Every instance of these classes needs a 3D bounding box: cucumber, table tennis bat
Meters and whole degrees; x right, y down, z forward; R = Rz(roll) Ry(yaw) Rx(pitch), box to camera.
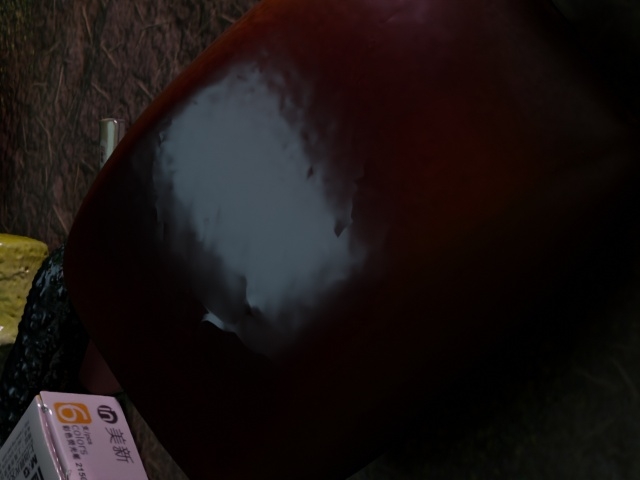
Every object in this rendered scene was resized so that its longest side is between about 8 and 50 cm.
[{"bbox_3d":[-0.253,0.122,1.441,0.072,0.072,0.300,55,132,42],"label":"cucumber"},{"bbox_3d":[-0.186,0.015,1.437,0.138,0.022,0.247,-7,80,53],"label":"table tennis bat"}]

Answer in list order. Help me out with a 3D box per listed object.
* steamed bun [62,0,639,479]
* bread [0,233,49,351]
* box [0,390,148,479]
[{"bbox_3d":[0.000,0.000,0.960,0.235,0.248,0.379,54,129,15],"label":"steamed bun"},{"bbox_3d":[-0.312,0.048,1.520,0.129,0.111,0.114,-7,83,50],"label":"bread"},{"bbox_3d":[-0.234,0.294,1.387,0.274,0.091,0.221,-53,47,33],"label":"box"}]
